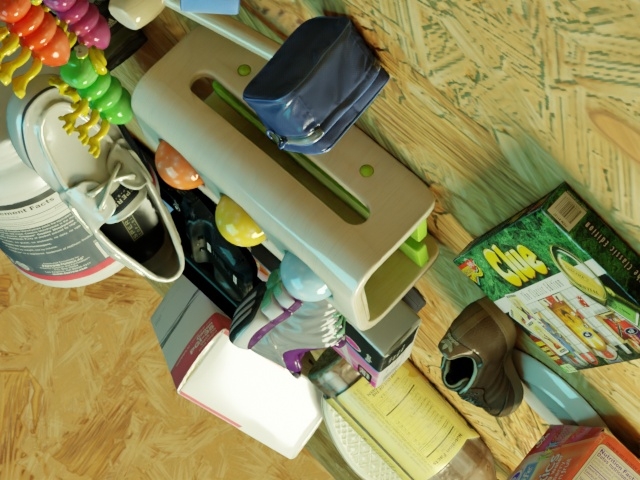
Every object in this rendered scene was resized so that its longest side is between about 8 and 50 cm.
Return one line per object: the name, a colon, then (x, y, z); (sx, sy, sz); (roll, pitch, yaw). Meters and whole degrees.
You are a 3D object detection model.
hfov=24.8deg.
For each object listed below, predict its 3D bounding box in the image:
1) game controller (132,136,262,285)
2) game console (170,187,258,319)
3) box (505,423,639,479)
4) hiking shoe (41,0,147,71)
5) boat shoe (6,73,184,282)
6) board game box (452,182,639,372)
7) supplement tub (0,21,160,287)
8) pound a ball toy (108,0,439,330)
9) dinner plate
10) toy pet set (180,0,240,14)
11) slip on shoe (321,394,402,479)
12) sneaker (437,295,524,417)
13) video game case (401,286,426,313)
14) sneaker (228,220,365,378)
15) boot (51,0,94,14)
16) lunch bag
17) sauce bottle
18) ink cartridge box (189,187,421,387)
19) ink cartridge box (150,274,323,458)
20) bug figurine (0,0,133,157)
game controller: (-0.189, -0.023, 2.067); (0.319, 0.067, 0.166); (40, 168, 19)
game console: (-0.095, 0.035, 1.579); (0.213, 0.044, 0.361); (42, 169, 7)
box: (0.295, 0.319, 1.322); (0.300, 0.154, 0.142); (41, 169, -6)
hiking shoe: (-0.270, -0.246, 1.571); (0.227, 0.086, 0.114); (11, 136, 55)
boat shoe: (-0.210, -0.051, 1.420); (0.088, 0.096, 0.267); (35, 159, 41)
board game box: (0.181, 0.036, 1.074); (0.136, 0.030, 0.260); (47, 169, 2)
supplement tub: (-0.298, -0.088, 1.542); (0.191, 0.191, 0.272); (38, 166, 31)
pound a ball toy: (-0.057, -0.079, 1.234); (0.319, 0.136, 0.208); (40, 168, 19)
dinner plate: (0.222, 0.156, 1.382); (0.141, 0.017, 0.141); (42, 169, 10)
toy pet set: (-0.083, -0.210, 1.037); (0.122, 0.065, 0.114); (45, 169, 3)
slip on shoe: (0.097, 0.288, 2.052); (0.331, 0.123, 0.101); (48, 173, -37)
sneaker: (0.140, 0.118, 1.347); (0.066, 0.071, 0.188); (50, 166, 33)
video game case: (0.000, 0.000, 1.591); (0.196, 0.026, 0.274); (47, 167, -12)
sneaker: (0.010, 0.047, 1.398); (0.098, 0.083, 0.223); (35, 128, -16)
boot: (-0.318, -0.324, 1.444); (0.208, 0.076, 0.190); (24, 143, 44)
lunch bag: (-0.002, -0.105, 1.040); (0.065, 0.098, 0.067); (48, 163, -30)
sauce bottle: (0.134, 0.254, 1.793); (0.344, 0.111, 0.111); (48, 168, -10)
ink cartridge box: (-0.048, -0.003, 1.545); (0.371, 0.069, 0.176); (45, 169, 11)
ink cartridge box: (-0.118, 0.166, 2.095); (0.207, 0.117, 0.283); (33, -172, -22)
bug figurine: (-0.243, -0.205, 1.274); (0.216, 0.072, 0.279); (52, -171, -44)
